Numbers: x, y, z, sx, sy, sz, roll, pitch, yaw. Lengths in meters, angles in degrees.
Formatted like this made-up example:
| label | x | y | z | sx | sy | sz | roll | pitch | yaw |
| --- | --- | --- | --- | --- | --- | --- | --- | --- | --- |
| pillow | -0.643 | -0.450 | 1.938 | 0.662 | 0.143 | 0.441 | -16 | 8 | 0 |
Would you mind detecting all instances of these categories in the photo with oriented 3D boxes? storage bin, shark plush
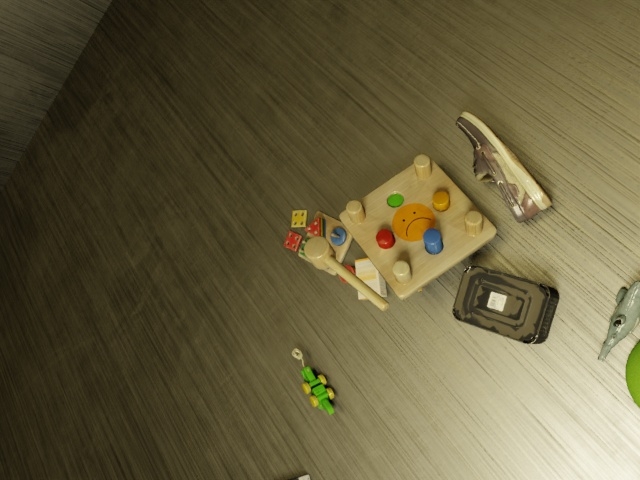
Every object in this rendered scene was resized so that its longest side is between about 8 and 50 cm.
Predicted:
| label | x | y | z | sx | sy | sz | roll | pitch | yaw |
| --- | --- | --- | --- | --- | --- | --- | --- | --- | --- |
| storage bin | 0.378 | 0.130 | 1.179 | 0.180 | 0.084 | 0.122 | 17 | 91 | 35 |
| shark plush | 0.550 | 0.146 | 1.064 | 0.073 | 0.067 | 0.161 | 46 | 107 | 32 |

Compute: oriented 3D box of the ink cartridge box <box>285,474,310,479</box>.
| label | x | y | z | sx | sy | sz | roll | pitch | yaw |
| --- | --- | --- | --- | --- | --- | --- | --- | --- | --- |
| ink cartridge box | -0.051 | 0.690 | 1.398 | 0.097 | 0.046 | 0.207 | -27 | 67 | 30 |

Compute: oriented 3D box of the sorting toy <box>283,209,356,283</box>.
| label | x | y | z | sx | sy | sz | roll | pitch | yaw |
| --- | --- | --- | --- | --- | --- | --- | --- | --- | --- |
| sorting toy | 0.000 | 0.000 | 1.493 | 0.274 | 0.046 | 0.132 | 28 | 98 | 36 |

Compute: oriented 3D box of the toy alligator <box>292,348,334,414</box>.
| label | x | y | z | sx | sy | sz | roll | pitch | yaw |
| --- | --- | --- | --- | --- | --- | --- | --- | --- | --- |
| toy alligator | -0.021 | 0.359 | 1.440 | 0.189 | 0.056 | 0.051 | 55 | 153 | 29 |

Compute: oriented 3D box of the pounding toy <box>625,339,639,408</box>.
| label | x | y | z | sx | sy | sz | roll | pitch | yaw |
| --- | --- | --- | --- | --- | --- | --- | --- | --- | --- |
| pounding toy | 0.632 | 0.219 | 0.966 | 0.237 | 0.110 | 0.183 | -44 | 60 | 21 |

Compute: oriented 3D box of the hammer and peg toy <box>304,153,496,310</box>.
| label | x | y | z | sx | sy | sz | roll | pitch | yaw |
| --- | --- | --- | --- | --- | --- | --- | --- | --- | --- |
| hammer and peg toy | 0.166 | 0.001 | 1.257 | 0.361 | 0.127 | 0.266 | -35 | 61 | -2 |

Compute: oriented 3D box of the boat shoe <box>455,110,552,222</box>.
| label | x | y | z | sx | sy | sz | roll | pitch | yaw |
| --- | --- | --- | --- | --- | --- | --- | --- | --- | --- |
| boat shoe | 0.371 | -0.160 | 1.230 | 0.092 | 0.103 | 0.285 | -41 | 66 | 16 |

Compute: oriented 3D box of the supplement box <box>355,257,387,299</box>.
| label | x | y | z | sx | sy | sz | roll | pitch | yaw |
| --- | --- | --- | --- | --- | --- | --- | --- | --- | --- |
| supplement box | 0.122 | 0.092 | 1.395 | 0.062 | 0.036 | 0.098 | -13 | 74 | 33 |
